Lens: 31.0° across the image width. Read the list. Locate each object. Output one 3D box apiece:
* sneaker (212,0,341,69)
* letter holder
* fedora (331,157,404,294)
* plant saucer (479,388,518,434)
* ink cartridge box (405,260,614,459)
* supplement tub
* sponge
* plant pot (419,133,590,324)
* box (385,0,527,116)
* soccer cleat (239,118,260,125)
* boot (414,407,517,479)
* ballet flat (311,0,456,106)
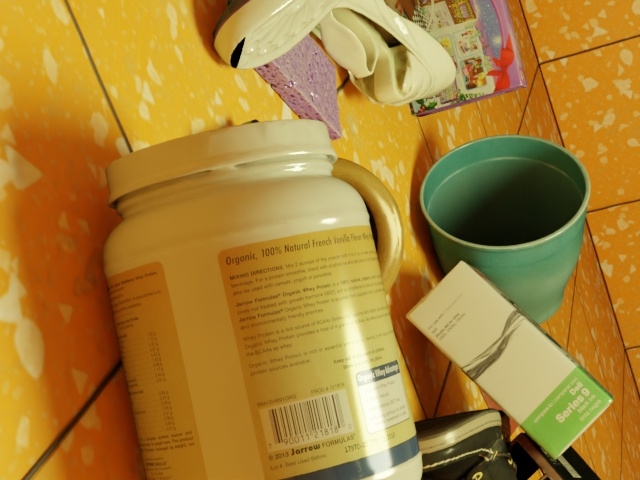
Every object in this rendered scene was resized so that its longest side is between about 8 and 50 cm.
[{"bbox_3d":[-0.080,-0.363,1.372,0.236,0.130,0.323,41,59,8],"label":"sneaker"},{"bbox_3d":[0.341,0.446,1.890,0.152,0.214,0.302,50,11,25],"label":"letter holder"},{"bbox_3d":[0.000,0.000,1.307,0.079,0.194,0.194,-159,-131,-71],"label":"fedora"},{"bbox_3d":[0.323,0.186,2.110,0.259,0.047,0.258,-79,148,-49],"label":"plant saucer"},{"bbox_3d":[0.281,0.172,1.688,0.289,0.121,0.211,44,6,15],"label":"ink cartridge box"},{"bbox_3d":[-0.054,0.075,0.965,0.228,0.228,0.316,-2,79,-69],"label":"supplement tub"},{"bbox_3d":[-0.029,-0.224,1.492,0.210,0.031,0.117,42,40,-56],"label":"sponge"},{"bbox_3d":[0.317,0.006,1.937,0.272,0.271,0.255,-81,164,-45],"label":"plant pot"},{"bbox_3d":[0.226,-0.381,2.005,0.057,0.201,0.293,-9,86,-69],"label":"box"},{"bbox_3d":[-0.079,-0.099,1.262,0.072,0.060,0.179,69,13,9],"label":"soccer cleat"},{"bbox_3d":[0.209,0.381,1.587,0.377,0.138,0.284,24,55,-71],"label":"boot"},{"bbox_3d":[0.071,-0.270,1.645,0.400,0.139,0.139,35,45,-50],"label":"ballet flat"}]
